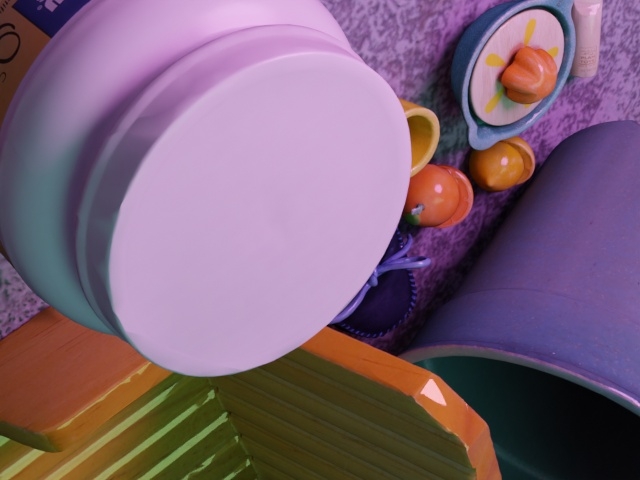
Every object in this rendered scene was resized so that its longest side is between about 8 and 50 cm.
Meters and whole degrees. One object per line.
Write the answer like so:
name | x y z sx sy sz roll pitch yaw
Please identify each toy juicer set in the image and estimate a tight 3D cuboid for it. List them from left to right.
toy juicer set | 0.184 -0.133 1.210 0.329 0.089 0.209 -43 138 -11

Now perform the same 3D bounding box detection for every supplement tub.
supplement tub | -0.118 -0.083 0.797 0.228 0.316 0.228 -23 132 -29

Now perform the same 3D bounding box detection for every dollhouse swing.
dollhouse swing | -0.062 0.222 1.083 0.315 0.305 0.346 -37 138 -17

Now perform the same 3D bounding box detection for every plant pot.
plant pot | 0.265 0.090 1.239 0.334 0.341 0.341 -57 146 -34

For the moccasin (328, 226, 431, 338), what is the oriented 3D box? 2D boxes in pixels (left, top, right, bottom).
moccasin | 0.000 0.000 1.118 0.137 0.117 0.342 -48 139 -4
